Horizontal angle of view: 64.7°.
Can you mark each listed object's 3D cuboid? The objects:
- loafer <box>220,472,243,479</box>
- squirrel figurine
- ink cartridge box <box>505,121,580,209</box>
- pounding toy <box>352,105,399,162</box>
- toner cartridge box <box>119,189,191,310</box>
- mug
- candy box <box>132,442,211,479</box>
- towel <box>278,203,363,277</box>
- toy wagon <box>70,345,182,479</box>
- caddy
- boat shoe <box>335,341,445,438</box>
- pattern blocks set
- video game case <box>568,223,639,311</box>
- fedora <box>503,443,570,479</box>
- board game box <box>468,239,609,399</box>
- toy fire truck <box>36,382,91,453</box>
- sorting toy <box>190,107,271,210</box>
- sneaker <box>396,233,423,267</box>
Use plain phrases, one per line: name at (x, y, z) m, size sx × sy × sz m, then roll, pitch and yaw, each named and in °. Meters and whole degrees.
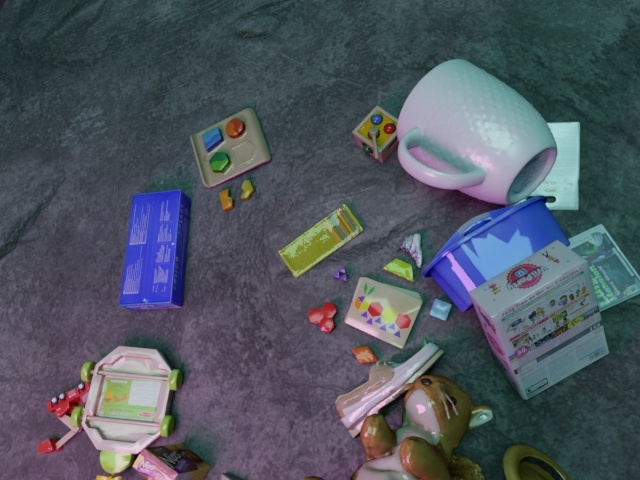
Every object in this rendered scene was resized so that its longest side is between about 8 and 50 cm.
loafer at (-0.195, 0.619, 1.247) m, size 0.125 × 0.045 × 0.039 m, roll 19°, pitch 83°, yaw 16°
squirrel figurine at (0.222, 0.494, 1.071) m, size 0.280 × 0.397 × 0.370 m, roll -7°, pitch 37°, yaw 46°
ink cartridge box at (0.588, -0.198, 1.356) m, size 0.188 × 0.066 × 0.233 m, roll 1°, pitch 92°, yaw 13°
pounding toy at (0.166, -0.296, 1.451) m, size 0.130 × 0.100 × 0.141 m, roll 40°, pitch 84°, yaw 23°
toner cartridge box at (-0.488, 0.027, 1.505) m, size 0.165 × 0.075 × 0.348 m, roll -5°, pitch 70°, yaw 13°
mug at (0.360, -0.234, 1.238) m, size 0.373 × 0.276 × 0.328 m, roll -24°, pitch 53°, yaw -26°
candy box at (-0.357, 0.550, 1.229) m, size 0.109 × 0.187 × 0.053 m, roll 27°, pitch 78°, yaw 21°
towel at (0.000, 0.000, 1.429) m, size 0.237 × 0.021 × 0.102 m, roll -36°, pitch 66°, yaw 0°
toy wagon at (-0.521, 0.462, 1.348) m, size 0.266 × 0.068 × 0.345 m, roll 4°, pitch 72°, yaw 5°
caddy at (0.410, 0.021, 1.208) m, size 0.341 × 0.241 × 0.179 m, roll -31°, pitch 71°, yaw 0°
boat shoe at (0.160, 0.338, 1.215) m, size 0.302 × 0.113 × 0.103 m, roll -42°, pitch 63°, yaw 3°
pattern blocks set at (0.160, 0.184, 1.323) m, size 0.324 × 0.026 × 0.286 m, roll 31°, pitch 81°, yaw 21°
video game case at (0.667, 0.076, 1.244) m, size 0.173 × 0.022 × 0.191 m, roll -26°, pitch 67°, yaw 4°
fedora at (0.458, 0.536, 1.081) m, size 0.194 × 0.194 × 0.079 m, roll 46°, pitch 125°, yaw 23°
board game box at (0.481, 0.182, 1.102) m, size 0.223 × 0.304 × 0.098 m, roll -30°, pitch 33°, yaw 1°
toy fire truck at (-0.699, 0.493, 1.406) m, size 0.191 × 0.047 × 0.135 m, roll -27°, pitch 68°, yaw 2°
sorting toy at (-0.273, -0.256, 1.572) m, size 0.228 × 0.041 × 0.308 m, roll -22°, pitch 67°, yaw 5°
sneaker at (0.239, 0.031, 1.356) m, size 0.069 × 0.038 × 0.098 m, roll -7°, pitch 60°, yaw 13°
